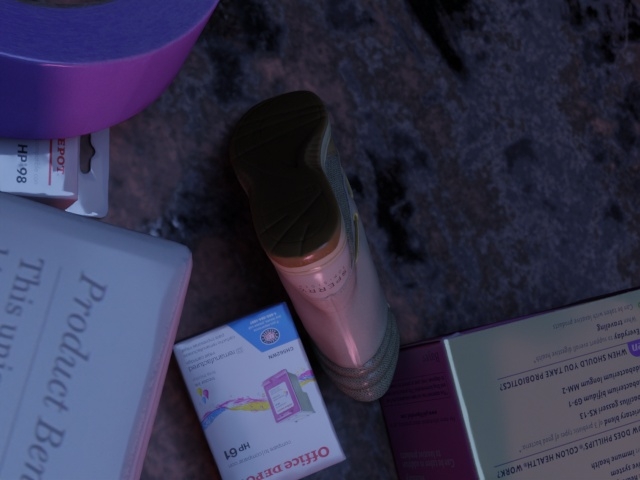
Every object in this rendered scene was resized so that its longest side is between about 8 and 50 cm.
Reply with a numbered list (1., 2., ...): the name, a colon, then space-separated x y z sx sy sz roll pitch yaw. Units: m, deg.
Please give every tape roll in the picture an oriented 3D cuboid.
1. tape roll: -0.200 -0.205 0.869 0.274 0.090 0.275 13 58 -21

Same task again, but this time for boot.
1. boot: 0.000 0.000 0.967 0.077 0.213 0.165 -20 128 6

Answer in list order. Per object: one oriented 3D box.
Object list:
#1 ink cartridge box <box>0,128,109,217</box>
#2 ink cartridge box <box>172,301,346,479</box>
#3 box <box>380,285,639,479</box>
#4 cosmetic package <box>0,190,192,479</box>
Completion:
1. ink cartridge box: -0.223 -0.075 0.891 0.180 0.060 0.104 4 77 -25
2. ink cartridge box: -0.045 0.115 0.933 0.088 0.052 0.122 -21 91 -9
3. box: 0.181 0.175 1.008 0.213 0.117 0.243 -12 84 -27
4. cosmetic package: -0.312 0.130 0.630 0.393 0.327 0.329 18 72 -13
